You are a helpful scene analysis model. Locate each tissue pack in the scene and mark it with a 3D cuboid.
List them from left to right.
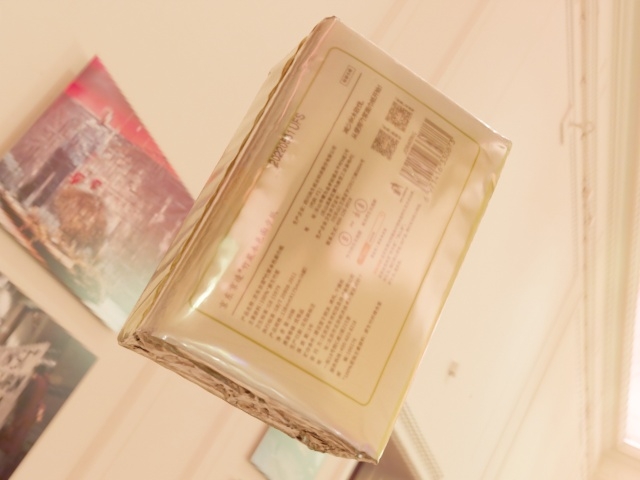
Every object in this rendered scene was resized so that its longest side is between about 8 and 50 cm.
[{"bbox_3d":[0.000,0.000,0.503,0.159,0.234,0.125,32,-21,-15],"label":"tissue pack"}]
